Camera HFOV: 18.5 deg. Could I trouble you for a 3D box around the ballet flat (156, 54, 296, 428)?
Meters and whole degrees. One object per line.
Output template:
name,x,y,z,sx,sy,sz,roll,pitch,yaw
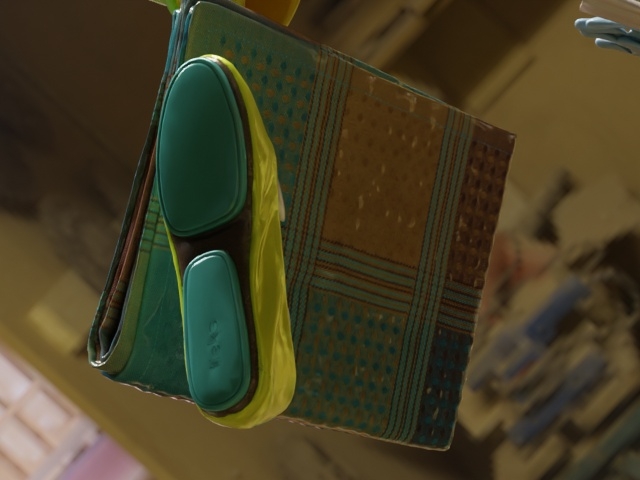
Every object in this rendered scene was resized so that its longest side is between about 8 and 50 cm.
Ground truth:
ballet flat,-0.052,0.003,1.206,0.077,0.231,0.077,-15,-17,32

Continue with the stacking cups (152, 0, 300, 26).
stacking cups,-0.163,-0.235,1.464,0.096,0.316,0.096,-45,-33,-40

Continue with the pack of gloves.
pack of gloves,0.349,-0.185,1.798,0.195,0.232,0.046,67,-136,-85

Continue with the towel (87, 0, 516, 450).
towel,0.000,0.000,1.435,0.040,0.370,0.271,9,84,43
